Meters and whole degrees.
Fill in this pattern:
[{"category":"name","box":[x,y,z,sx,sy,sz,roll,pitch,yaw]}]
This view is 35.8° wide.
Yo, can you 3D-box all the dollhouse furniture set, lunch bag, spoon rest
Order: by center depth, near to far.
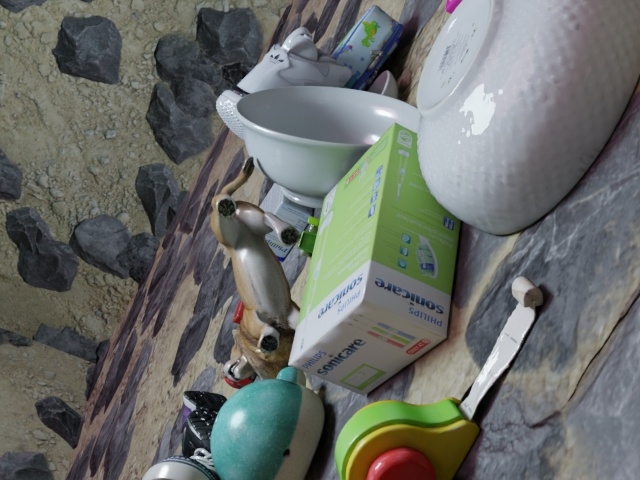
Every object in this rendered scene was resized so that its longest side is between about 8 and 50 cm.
[{"category":"spoon rest","box":[0.067,-0.172,1.682,0.137,0.084,0.276,-38,32,59]},{"category":"dollhouse furniture set","box":[0.000,0.000,1.760,0.152,0.059,0.076,-11,-61,-85]},{"category":"lunch bag","box":[0.066,-0.336,1.852,0.176,0.090,0.219,-55,6,-13]}]

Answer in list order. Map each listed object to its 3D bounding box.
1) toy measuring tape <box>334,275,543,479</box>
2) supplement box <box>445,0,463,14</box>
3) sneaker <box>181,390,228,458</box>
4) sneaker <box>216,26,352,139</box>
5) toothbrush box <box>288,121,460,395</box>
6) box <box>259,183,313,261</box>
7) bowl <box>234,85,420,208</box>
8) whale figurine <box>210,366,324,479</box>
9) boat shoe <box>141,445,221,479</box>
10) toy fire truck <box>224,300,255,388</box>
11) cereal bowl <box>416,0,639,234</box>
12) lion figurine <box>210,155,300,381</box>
[{"category":"toy measuring tape","box":[0.100,0.170,1.001,0.330,0.121,0.121,-63,16,11]},{"category":"supplement box","box":[0.265,-0.366,1.253,0.220,0.111,0.113,-42,29,57]},{"category":"sneaker","box":[-0.199,0.364,1.787,0.283,0.107,0.124,-157,76,-78]},{"category":"sneaker","box":[-0.026,-0.214,1.752,0.137,0.366,0.210,35,84,32]},{"category":"toothbrush box","box":[0.076,0.025,1.282,0.206,0.122,0.283,-46,24,50]},{"category":"box","box":[-0.074,-0.052,1.989,0.137,0.072,0.126,-54,19,34]},{"category":"bowl","box":[0.014,-0.134,1.515,0.298,0.298,0.134,-101,15,-65]},{"category":"whale figurine","box":[-0.095,0.276,1.440,0.216,0.141,0.272,-68,14,-5]},{"category":"boat shoe","box":[-0.187,0.363,1.493,0.340,0.127,0.158,97,-172,-54]},{"category":"toy fire truck","box":[-0.145,0.198,1.902,0.135,0.047,0.192,-37,33,61]},{"category":"cereal bowl","box":[0.209,-0.185,1.122,0.339,0.141,0.339,-57,19,31]},{"category":"lion figurine","box":[-0.102,0.054,1.574,0.240,0.142,0.392,-156,56,-71]}]
